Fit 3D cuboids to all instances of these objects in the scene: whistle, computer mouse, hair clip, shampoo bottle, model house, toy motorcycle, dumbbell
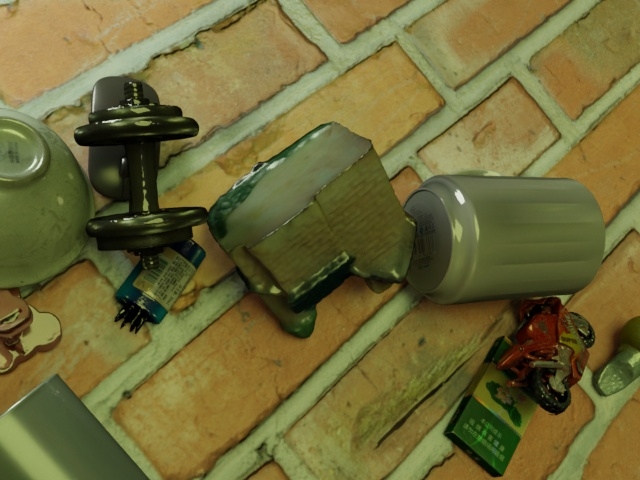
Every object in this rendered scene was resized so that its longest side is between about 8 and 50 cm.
[{"bbox_3d":[0.649,0.238,1.616,0.223,0.123,0.123,-39,90,-9],"label":"whistle"},{"bbox_3d":[-0.335,-0.181,1.334,0.120,0.057,0.232,7,68,-22],"label":"computer mouse"},{"bbox_3d":[-0.477,0.119,1.176,0.138,0.102,0.123,33,53,27],"label":"hair clip"},{"bbox_3d":[-0.268,0.069,1.276,0.087,0.050,0.183,35,61,-7],"label":"shampoo bottle"},{"bbox_3d":[0.001,0.000,1.343,0.298,0.243,0.284,-37,116,-5],"label":"model house"},{"bbox_3d":[0.436,0.205,1.491,0.171,0.089,0.298,46,41,2],"label":"toy motorcycle"},{"bbox_3d":[-0.275,-0.099,1.206,0.192,0.192,0.290,-8,96,-27],"label":"dumbbell"}]

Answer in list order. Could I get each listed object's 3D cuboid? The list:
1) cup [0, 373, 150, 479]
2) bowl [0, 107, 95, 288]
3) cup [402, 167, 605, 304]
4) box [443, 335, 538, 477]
[{"bbox_3d":[-0.339,0.360,1.049,0.312,0.205,0.205,49,60,-2],"label":"cup"},{"bbox_3d":[-0.476,-0.097,1.156,0.313,0.146,0.314,14,56,-22],"label":"bowl"},{"bbox_3d":[0.317,-0.032,1.493,0.326,0.237,0.323,-2,42,-24],"label":"cup"},{"bbox_3d":[0.338,0.310,1.472,0.132,0.034,0.235,42,60,-5],"label":"box"}]
